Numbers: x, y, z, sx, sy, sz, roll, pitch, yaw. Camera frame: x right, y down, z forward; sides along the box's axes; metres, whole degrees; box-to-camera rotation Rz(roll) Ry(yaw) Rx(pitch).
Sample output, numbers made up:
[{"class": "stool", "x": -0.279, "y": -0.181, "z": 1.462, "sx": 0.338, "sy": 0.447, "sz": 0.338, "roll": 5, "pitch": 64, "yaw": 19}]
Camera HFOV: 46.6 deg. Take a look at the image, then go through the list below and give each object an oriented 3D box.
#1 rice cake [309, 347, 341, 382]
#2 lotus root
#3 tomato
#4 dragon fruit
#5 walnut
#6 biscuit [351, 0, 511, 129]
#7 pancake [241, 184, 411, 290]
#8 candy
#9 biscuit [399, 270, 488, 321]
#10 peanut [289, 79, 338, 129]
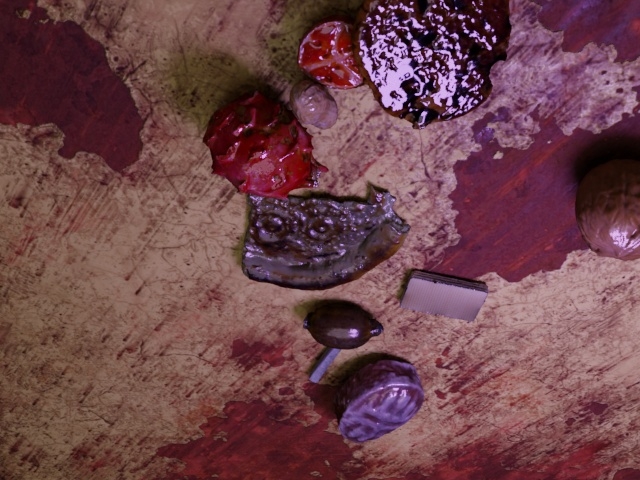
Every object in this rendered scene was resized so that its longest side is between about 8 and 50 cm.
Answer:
[{"class": "rice cake", "x": 0.018, "y": 0.332, "z": 2.084, "sx": 0.033, "sy": 0.033, "sz": 0.208, "roll": 21, "pitch": 132, "yaw": -11}, {"class": "lotus root", "x": 0.060, "y": 0.226, "z": 1.927, "sx": 0.209, "sy": 0.120, "sz": 0.120, "roll": 5, "pitch": 134, "yaw": 3}, {"class": "tomato", "x": 0.034, "y": -0.365, "z": 1.399, "sx": 0.155, "sy": 0.069, "sz": 0.156, "roll": 2, "pitch": 140, "yaw": 2}, {"class": "dragon fruit", "x": -0.110, "y": -0.178, "z": 1.507, "sx": 0.268, "sy": 0.210, "sz": 0.205, "roll": 28, "pitch": 162, "yaw": -22}, {"class": "walnut", "x": 0.618, "y": -0.058, "z": 1.526, "sx": 0.213, "sy": 0.213, "sz": 0.213, "roll": 3, "pitch": 133, "yaw": 4}, {"class": "biscuit", "x": 0.202, "y": -0.361, "z": 1.346, "sx": 0.289, "sy": 0.081, "sz": 0.334, "roll": -24, "pitch": 132, "yaw": 3}, {"class": "pancake", "x": 0.000, "y": 0.004, "z": 1.756, "sx": 0.426, "sy": 0.067, "sz": 0.305, "roll": 0, "pitch": 131, "yaw": 9}, {"class": "candy", "x": 0.160, "y": 0.447, "z": 2.094, "sx": 0.214, "sy": 0.157, "sz": 0.289, "roll": 19, "pitch": 127, "yaw": -30}, {"class": "biscuit", "x": 0.308, "y": 0.139, "z": 1.864, "sx": 0.199, "sy": 0.041, "sz": 0.121, "roll": 12, "pitch": 136, "yaw": -3}, {"class": "peanut", "x": -0.012, "y": -0.261, "z": 1.463, "sx": 0.080, "sy": 0.080, "sz": 0.174, "roll": -13, "pitch": 169, "yaw": 18}]
